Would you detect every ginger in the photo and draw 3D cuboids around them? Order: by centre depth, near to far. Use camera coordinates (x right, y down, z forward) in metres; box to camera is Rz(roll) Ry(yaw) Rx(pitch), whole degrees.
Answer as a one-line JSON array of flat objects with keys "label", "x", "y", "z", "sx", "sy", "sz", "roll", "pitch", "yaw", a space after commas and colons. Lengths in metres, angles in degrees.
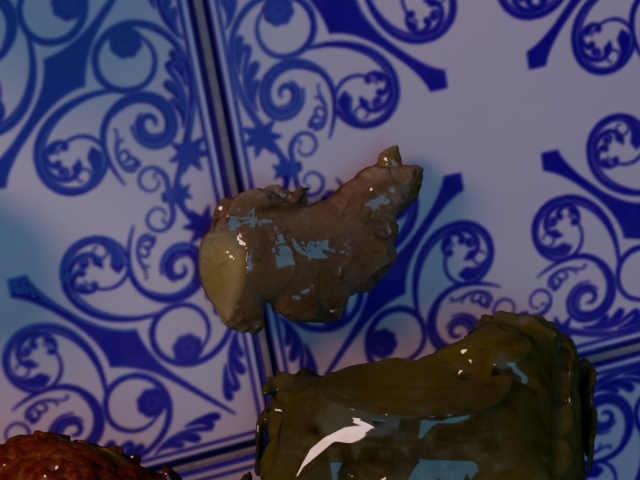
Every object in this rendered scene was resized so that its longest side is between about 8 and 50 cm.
[{"label": "ginger", "x": 0.000, "y": 0.005, "z": 1.538, "sx": 0.213, "sy": 0.074, "sz": 0.137, "roll": -17, "pitch": 106, "yaw": -18}]

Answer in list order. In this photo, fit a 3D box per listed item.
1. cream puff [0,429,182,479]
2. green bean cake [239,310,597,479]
[{"label": "cream puff", "x": -0.213, "y": 0.323, "z": 1.425, "sx": 0.351, "sy": 0.229, "sz": 0.350, "roll": 3, "pitch": 101, "yaw": 13}, {"label": "green bean cake", "x": 0.086, "y": 0.180, "z": 1.523, "sx": 0.310, "sy": 0.285, "sz": 0.202, "roll": 1, "pitch": 128, "yaw": 7}]
